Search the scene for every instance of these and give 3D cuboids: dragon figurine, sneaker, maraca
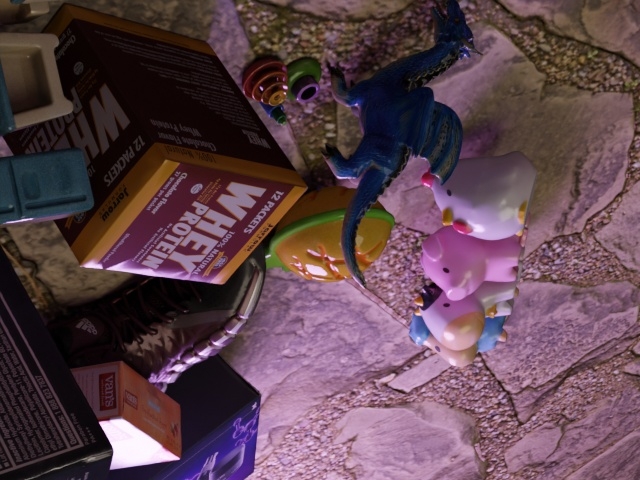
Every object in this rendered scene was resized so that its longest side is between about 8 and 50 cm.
[{"bbox_3d":[0.085,-0.104,1.913,0.144,0.289,0.085,-3,159,25],"label":"dragon figurine"},{"bbox_3d":[-0.187,0.084,2.016,0.162,0.106,0.281,9,130,-48],"label":"sneaker"},{"bbox_3d":[0.000,0.000,2.093,0.127,0.099,0.185,8,156,-37],"label":"maraca"}]

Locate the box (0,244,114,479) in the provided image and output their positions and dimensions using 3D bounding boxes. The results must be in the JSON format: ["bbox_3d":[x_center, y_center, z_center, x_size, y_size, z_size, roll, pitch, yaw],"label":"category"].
[{"bbox_3d":[-0.388,0.165,1.732,0.294,0.296,0.183,-15,146,-29],"label":"box"}]

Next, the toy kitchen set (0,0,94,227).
[{"bbox_3d":[-0.227,-0.125,1.522,0.122,0.207,0.166,-12,177,-39],"label":"toy kitchen set"}]

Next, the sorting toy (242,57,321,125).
[{"bbox_3d":[-0.033,-0.144,1.893,0.102,0.042,0.061,-1,137,-46],"label":"sorting toy"}]

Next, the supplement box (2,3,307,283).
[{"bbox_3d":[-0.152,-0.081,1.708,0.129,0.194,0.191,-48,148,23],"label":"supplement box"}]

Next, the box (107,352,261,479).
[{"bbox_3d":[-0.197,0.264,2.219,0.261,0.103,0.184,-36,152,-27],"label":"box"}]

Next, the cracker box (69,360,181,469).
[{"bbox_3d":[-0.279,0.194,2.020,0.232,0.067,0.156,-11,155,16],"label":"cracker box"}]

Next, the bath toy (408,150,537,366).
[{"bbox_3d":[0.171,0.018,2.274,0.348,0.129,0.151,91,15,-58],"label":"bath toy"}]
